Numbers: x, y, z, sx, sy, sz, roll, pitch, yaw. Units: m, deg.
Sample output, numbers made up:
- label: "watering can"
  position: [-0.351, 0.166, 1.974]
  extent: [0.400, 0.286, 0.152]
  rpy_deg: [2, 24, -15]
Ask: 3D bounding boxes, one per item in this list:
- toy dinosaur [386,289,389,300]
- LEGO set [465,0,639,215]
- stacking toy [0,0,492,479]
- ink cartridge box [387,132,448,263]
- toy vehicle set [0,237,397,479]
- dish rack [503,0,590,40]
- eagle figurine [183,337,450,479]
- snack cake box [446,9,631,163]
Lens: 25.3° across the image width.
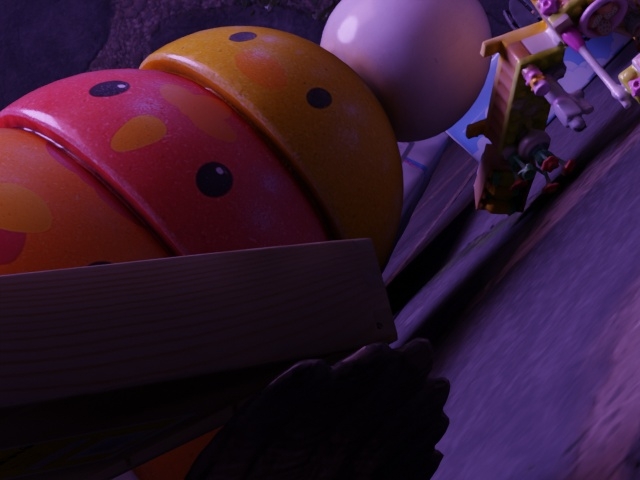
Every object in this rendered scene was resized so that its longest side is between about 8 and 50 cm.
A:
- label: "toy dinosaur"
  position: [-0.063, 0.115, 1.121]
  extent: [0.160, 0.121, 0.313]
  rpy_deg: [-36, 12, 49]
- label: "LEGO set"
  position: [0.182, -0.099, 0.912]
  extent: [0.132, 0.107, 0.287]
  rpy_deg: [5, -47, -45]
- label: "stacking toy"
  position: [-0.070, -0.028, 0.930]
  extent: [0.480, 0.350, 0.350]
  rpy_deg: [-43, 0, -22]
- label: "ink cartridge box"
  position: [0.000, 0.000, 1.354]
  extent: [0.226, 0.131, 0.306]
  rpy_deg: [-63, -4, 20]
- label: "toy vehicle set"
  position: [-0.117, 0.066, 0.501]
  extent: [0.166, 0.035, 0.267]
  rpy_deg: [-5, -17, -38]
- label: "dish rack"
  position: [0.261, -0.297, 1.285]
  extent: [0.271, 0.074, 0.208]
  rpy_deg: [-47, 20, 12]
- label: "eagle figurine"
  position: [-0.102, 0.158, 0.418]
  extent: [0.298, 0.225, 0.226]
  rpy_deg: [-16, 58, 20]
- label: "snack cake box"
  position: [0.244, -0.200, 1.459]
  extent: [0.264, 0.089, 0.152]
  rpy_deg: [-47, 3, 20]
